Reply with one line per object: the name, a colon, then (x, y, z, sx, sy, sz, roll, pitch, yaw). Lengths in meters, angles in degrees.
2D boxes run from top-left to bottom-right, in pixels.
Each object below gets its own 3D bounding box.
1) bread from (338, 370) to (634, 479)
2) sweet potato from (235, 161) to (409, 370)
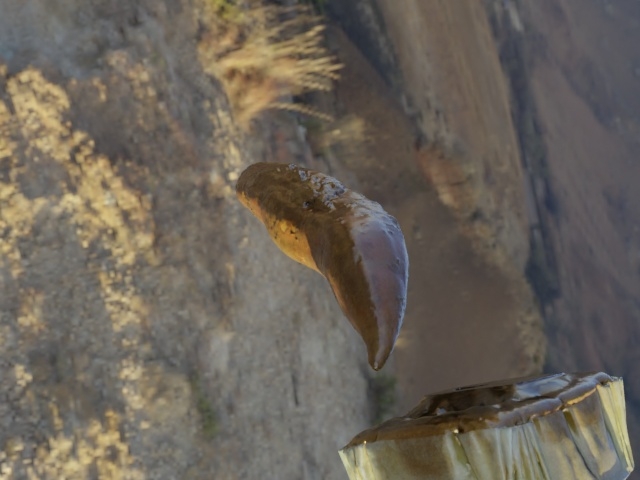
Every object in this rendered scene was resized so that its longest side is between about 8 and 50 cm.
bread: (0.147, 0.181, 0.918, 0.192, 0.210, 0.110, -13, 87, -42)
sweet potato: (0.011, -0.009, 1.037, 0.095, 0.106, 0.354, 37, 8, -38)
